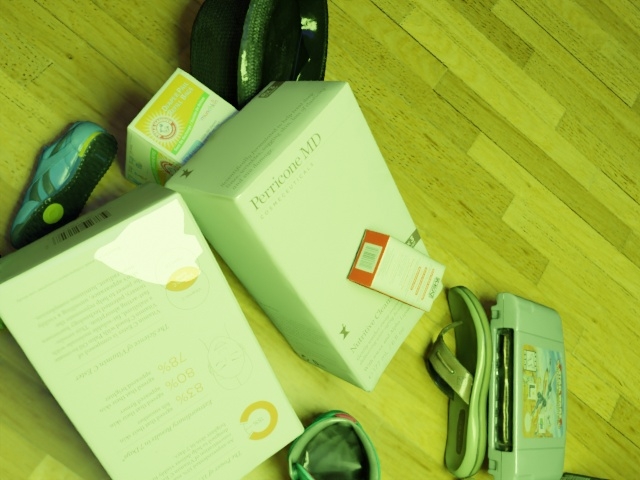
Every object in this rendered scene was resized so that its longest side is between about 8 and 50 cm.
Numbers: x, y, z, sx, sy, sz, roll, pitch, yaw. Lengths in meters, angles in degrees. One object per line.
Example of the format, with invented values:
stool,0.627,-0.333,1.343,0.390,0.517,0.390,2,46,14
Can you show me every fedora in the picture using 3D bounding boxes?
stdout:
fedora,-0.102,-0.287,0.931,0.153,0.334,0.334,10,70,18

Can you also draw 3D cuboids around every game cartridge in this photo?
game cartridge,0.342,0.246,0.981,0.198,0.062,0.297,16,73,-41

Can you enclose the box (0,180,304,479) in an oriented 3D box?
box,-0.204,0.132,0.731,0.215,0.168,0.345,-31,111,-19

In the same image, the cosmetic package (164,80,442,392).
cosmetic package,0.000,0.000,0.817,0.217,0.156,0.385,-52,133,-22

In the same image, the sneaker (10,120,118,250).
sneaker,-0.379,-0.081,0.860,0.082,0.069,0.209,25,76,23

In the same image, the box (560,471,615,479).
box,0.467,0.469,0.896,0.143,0.270,0.165,-41,92,-23

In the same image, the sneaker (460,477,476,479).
sneaker,0.229,0.465,0.930,0.084,0.069,0.185,22,76,-22

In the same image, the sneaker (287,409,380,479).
sneaker,0.004,0.358,0.785,0.124,0.178,0.295,11,62,2

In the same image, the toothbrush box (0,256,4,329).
toothbrush box,-0.533,0.032,0.680,0.283,0.206,0.122,-9,61,-21

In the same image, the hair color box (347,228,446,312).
hair color box,0.104,0.042,0.791,0.141,0.043,0.072,26,84,-45

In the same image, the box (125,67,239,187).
box,-0.200,-0.130,0.850,0.103,0.203,0.114,35,68,-8

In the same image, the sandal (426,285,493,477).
sandal,0.214,0.218,0.960,0.086,0.120,0.302,7,74,-3
